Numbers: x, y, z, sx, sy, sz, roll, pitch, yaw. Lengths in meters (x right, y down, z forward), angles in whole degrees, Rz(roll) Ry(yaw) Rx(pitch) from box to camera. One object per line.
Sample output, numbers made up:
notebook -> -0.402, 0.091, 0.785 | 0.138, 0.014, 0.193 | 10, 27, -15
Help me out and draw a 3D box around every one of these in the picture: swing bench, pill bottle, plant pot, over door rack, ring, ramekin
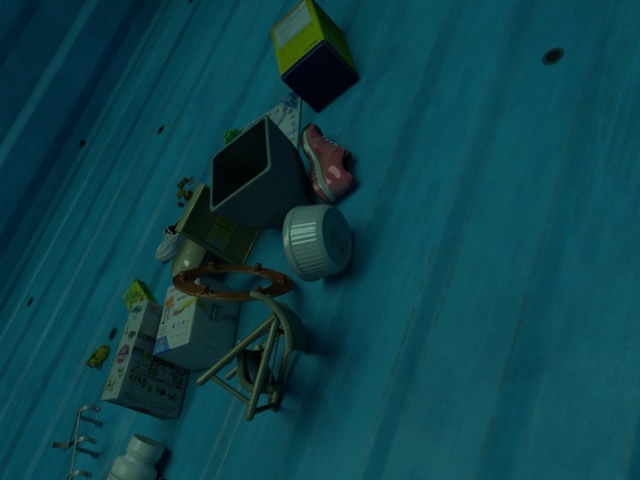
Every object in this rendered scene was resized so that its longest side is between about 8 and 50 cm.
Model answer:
swing bench -> -0.135, 0.274, 1.393 | 0.165, 0.253, 0.255 | 31, 85, 12
pill bottle -> -0.543, 0.684, 1.634 | 0.131, 0.131, 0.229 | 9, 70, 48
plant pot -> -0.163, -0.176, 1.764 | 0.247, 0.252, 0.247 | -32, 44, 26
over door rack -> -0.817, 0.728, 1.913 | 0.324, 0.108, 0.240 | -46, 38, 34
ring -> -0.243, 0.106, 1.607 | 0.336, 0.336, 0.032 | 17, 109, 49
ramekin -> 0.000, 0.000, 1.524 | 0.109, 0.207, 0.207 | -12, 55, 28

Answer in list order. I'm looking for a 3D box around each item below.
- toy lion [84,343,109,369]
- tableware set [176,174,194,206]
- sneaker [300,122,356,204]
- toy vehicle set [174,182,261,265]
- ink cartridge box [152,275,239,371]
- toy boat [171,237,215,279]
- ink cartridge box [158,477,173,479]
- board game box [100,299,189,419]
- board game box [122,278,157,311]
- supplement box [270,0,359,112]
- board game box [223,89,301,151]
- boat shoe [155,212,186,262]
toy lion -> -0.852, 0.443, 2.195 | 0.100, 0.034, 0.096 | -5, 53, 43
tableware set -> -0.568, -0.203, 2.368 | 0.104, 0.024, 0.154 | -29, 46, 28
sneaker -> 0.034, -0.251, 1.755 | 0.136, 0.116, 0.314 | -26, 53, 16
toy vehicle set -> -0.314, -0.041, 1.810 | 0.035, 0.267, 0.166 | 11, 70, 47
ink cartridge box -> -0.371, 0.250, 1.738 | 0.171, 0.168, 0.233 | -23, 48, 34
toy boat -> -0.376, 0.023, 1.916 | 0.318, 0.148, 0.267 | -56, 18, 6
ink cartridge box -> -0.426, 0.761, 1.436 | 0.333, 0.165, 0.065 | -56, 39, 1
board game box -> -0.508, 0.366, 1.751 | 0.097, 0.224, 0.304 | -16, 53, 36
board game box -> -0.688, 0.227, 2.169 | 0.092, 0.043, 0.181 | -54, 39, 1
supplement box -> -0.026, -0.660, 2.014 | 0.194, 0.195, 0.357 | -34, 44, 23
board game box -> -0.238, -0.334, 2.110 | 0.389, 0.050, 0.390 | -23, 49, 32
boat shoe -> -0.557, -0.025, 2.183 | 0.258, 0.084, 0.095 | -45, 40, 11
